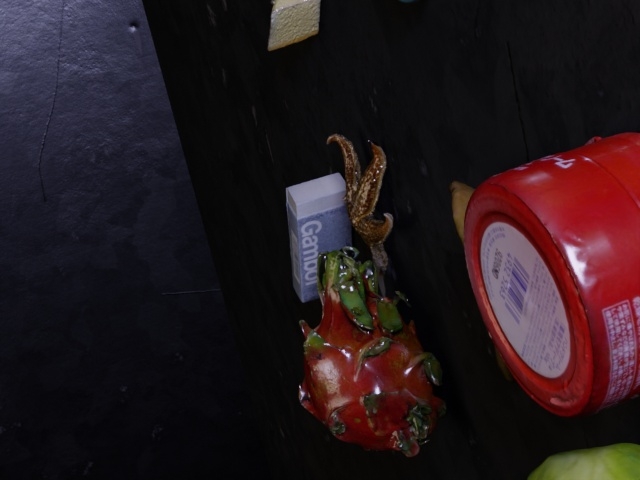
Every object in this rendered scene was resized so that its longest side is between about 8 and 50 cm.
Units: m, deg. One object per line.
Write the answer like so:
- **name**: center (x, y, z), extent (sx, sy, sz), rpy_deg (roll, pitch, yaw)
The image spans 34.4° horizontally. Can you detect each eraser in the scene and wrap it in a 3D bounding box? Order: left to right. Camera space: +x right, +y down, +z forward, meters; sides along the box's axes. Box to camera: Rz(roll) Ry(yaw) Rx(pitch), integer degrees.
- **eraser**: center (0.000, 0.000, 1.569), extent (0.213, 0.091, 0.046), rpy_deg (86, 161, -45)

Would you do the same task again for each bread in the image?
- **bread**: center (-0.053, -0.328, 1.384), extent (0.084, 0.080, 0.109), rpy_deg (103, 144, -60)

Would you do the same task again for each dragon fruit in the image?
- **dragon fruit**: center (0.069, 0.147, 1.368), extent (0.200, 0.198, 0.269), rpy_deg (8, 99, 40)

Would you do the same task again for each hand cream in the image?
- **hand cream**: center (0.200, 0.025, 0.761), extent (0.193, 0.125, 0.193), rpy_deg (161, 90, -74)

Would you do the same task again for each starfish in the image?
- **starfish**: center (0.061, -0.035, 1.369), extent (0.213, 0.056, 0.238), rpy_deg (-116, 15, -57)

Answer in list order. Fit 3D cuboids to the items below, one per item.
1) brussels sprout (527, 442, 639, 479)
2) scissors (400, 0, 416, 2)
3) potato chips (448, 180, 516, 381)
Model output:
- **brussels sprout**: center (0.238, 0.265, 0.833), extent (0.223, 0.161, 0.223), rpy_deg (50, 150, 43)
- **scissors**: center (0.115, -0.306, 0.860), extent (0.447, 0.029, 0.193), rpy_deg (-152, 45, -71)
- **potato chips**: center (0.171, 0.031, 0.944), extent (0.208, 0.061, 0.195), rpy_deg (41, -149, -65)
